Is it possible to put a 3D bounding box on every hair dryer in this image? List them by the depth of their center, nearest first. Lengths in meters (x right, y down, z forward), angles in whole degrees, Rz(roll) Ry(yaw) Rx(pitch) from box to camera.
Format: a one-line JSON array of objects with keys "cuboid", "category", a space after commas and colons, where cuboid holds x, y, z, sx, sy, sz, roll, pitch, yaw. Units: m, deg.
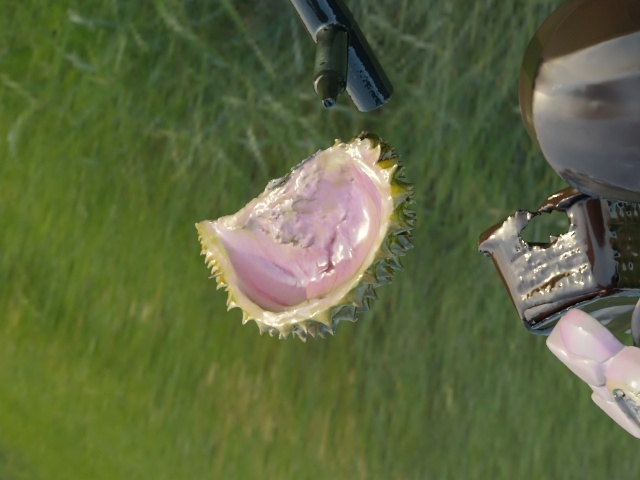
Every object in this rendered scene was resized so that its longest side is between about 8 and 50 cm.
[{"cuboid": [0.019, -0.150, 1.389, 0.050, 0.195, 0.173, -25, 128, 16], "category": "hair dryer"}]

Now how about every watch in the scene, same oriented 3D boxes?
[{"cuboid": [0.398, 0.115, 1.542, 0.211, 0.217, 0.248, 50, 174, -35], "category": "watch"}]

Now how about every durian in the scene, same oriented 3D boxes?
[{"cuboid": [-0.002, 0.001, 1.174, 0.182, 0.165, 0.132, -33, 105, 8], "category": "durian"}]

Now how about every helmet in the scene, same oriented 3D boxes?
[{"cuboid": [0.315, -0.136, 1.372, 0.305, 0.177, 0.225, 0, 109, 31], "category": "helmet"}]

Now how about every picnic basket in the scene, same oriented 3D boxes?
[{"cuboid": [0.348, 0.027, 1.758, 0.297, 0.129, 0.222, 1, 158, -39], "category": "picnic basket"}]
